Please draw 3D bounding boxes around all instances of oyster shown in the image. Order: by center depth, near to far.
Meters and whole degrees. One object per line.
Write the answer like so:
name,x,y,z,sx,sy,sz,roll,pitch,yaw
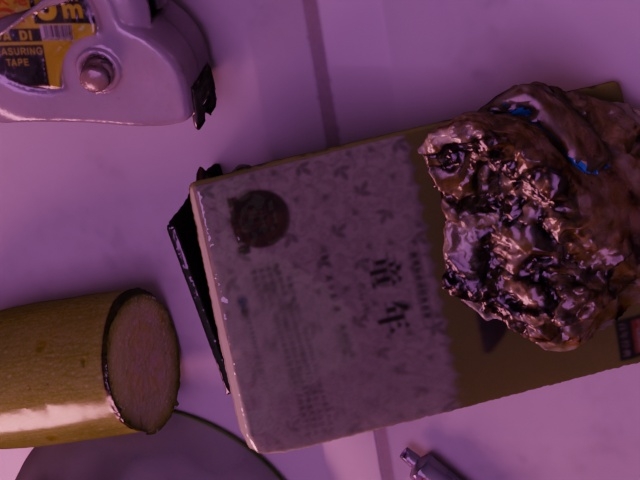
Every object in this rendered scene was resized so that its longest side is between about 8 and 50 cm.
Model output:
oyster,0.194,-0.022,1.387,0.223,0.083,0.214,-19,108,-10

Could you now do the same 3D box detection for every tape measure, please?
tape measure,-0.215,-0.187,1.483,0.236,0.120,0.197,1,119,14

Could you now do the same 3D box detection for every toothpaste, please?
toothpaste,0.138,0.240,1.606,0.170,0.028,0.045,40,113,-3

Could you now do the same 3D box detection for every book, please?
book,0.086,0.025,1.441,0.352,0.035,0.239,-13,109,-3

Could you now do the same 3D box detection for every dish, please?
dish,-0.168,0.323,1.695,0.324,0.124,0.324,7,115,16

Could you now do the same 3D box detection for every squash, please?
squash,-0.261,0.120,1.635,0.247,0.132,0.132,-8,110,23

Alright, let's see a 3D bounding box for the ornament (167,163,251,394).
ornament,0.000,0.000,1.491,0.196,0.153,0.166,-15,108,15
